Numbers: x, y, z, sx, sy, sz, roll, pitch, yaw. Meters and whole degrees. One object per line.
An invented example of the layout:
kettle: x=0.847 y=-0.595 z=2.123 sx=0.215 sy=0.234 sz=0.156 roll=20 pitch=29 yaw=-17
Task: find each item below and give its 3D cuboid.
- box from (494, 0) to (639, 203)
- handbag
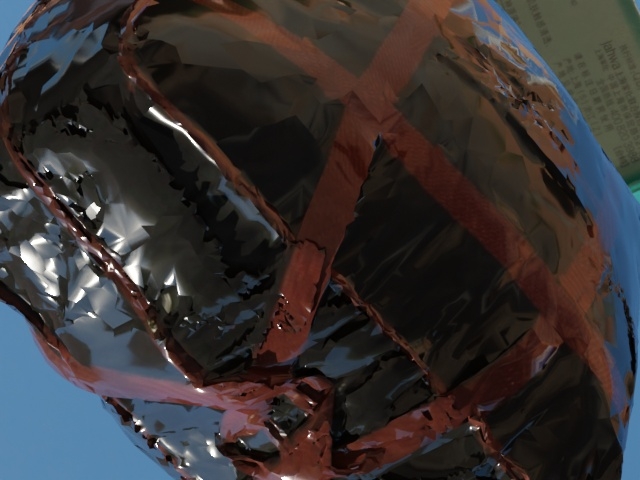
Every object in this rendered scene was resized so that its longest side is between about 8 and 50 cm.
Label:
box: x=0.133 y=-0.096 z=1.136 sx=0.153 sy=0.092 sz=0.245 roll=-22 pitch=-122 yaw=10
handbag: x=0.000 y=0.000 z=0.538 sx=0.215 sy=0.155 sz=0.169 roll=45 pitch=-144 yaw=-18
